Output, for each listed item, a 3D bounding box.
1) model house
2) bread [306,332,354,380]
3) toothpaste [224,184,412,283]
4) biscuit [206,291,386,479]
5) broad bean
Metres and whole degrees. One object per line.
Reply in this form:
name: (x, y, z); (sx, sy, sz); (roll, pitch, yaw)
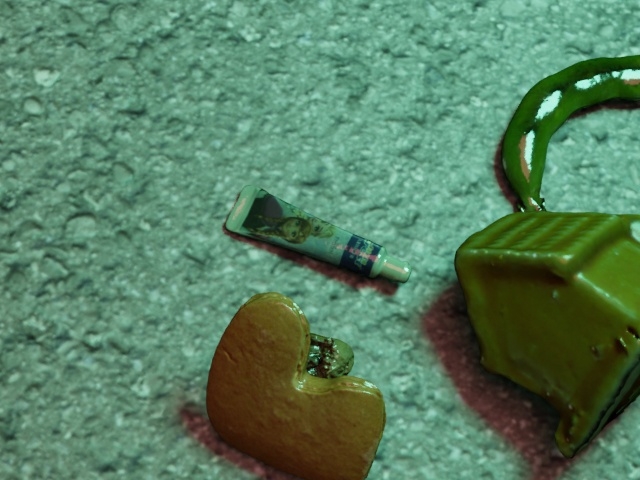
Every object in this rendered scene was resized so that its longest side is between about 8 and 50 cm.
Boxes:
model house: (0.279, 0.055, 1.260); (0.239, 0.173, 0.268); (38, 43, 23)
bread: (-0.018, 0.125, 1.238); (0.113, 0.082, 0.060); (13, 81, 23)
toothpaste: (0.000, 0.000, 1.313); (0.216, 0.037, 0.062); (22, 70, 10)
biscuit: (-0.021, 0.156, 1.185); (0.192, 0.186, 0.036); (23, 26, 6)
broad bean: (0.312, -0.142, 1.386); (0.144, 0.049, 0.292); (44, 74, 6)
